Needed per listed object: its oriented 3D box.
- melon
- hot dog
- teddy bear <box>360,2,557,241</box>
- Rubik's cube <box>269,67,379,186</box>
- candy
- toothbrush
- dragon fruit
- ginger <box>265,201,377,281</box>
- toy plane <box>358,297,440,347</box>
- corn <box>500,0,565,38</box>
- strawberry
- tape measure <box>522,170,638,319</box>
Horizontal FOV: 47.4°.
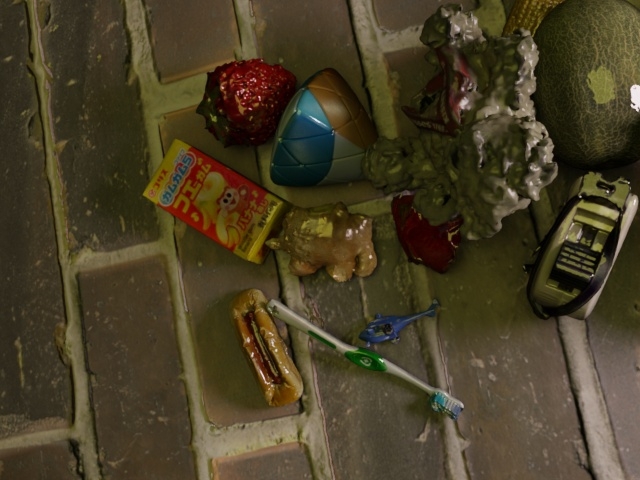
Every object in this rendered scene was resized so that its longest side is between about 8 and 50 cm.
[{"bbox_3d":[0.474,-0.272,1.248,0.238,0.237,0.301,-8,78,13],"label":"melon"},{"bbox_3d":[-0.112,0.208,1.423,0.084,0.073,0.242,-24,78,5],"label":"hot dog"},{"bbox_3d":[0.246,-0.174,1.179,0.225,0.367,0.357,20,109,-18],"label":"teddy bear"},{"bbox_3d":[0.011,-0.172,1.419,0.255,0.254,0.254,-2,83,14],"label":"Rubik's cube"},{"bbox_3d":[-0.206,-0.079,1.474,0.276,0.088,0.146,32,93,17],"label":"candy"},{"bbox_3d":[0.079,0.217,1.377,0.418,0.040,0.042,29,128,12],"label":"toothbrush"},{"bbox_3d":[0.190,-0.022,1.352,0.161,0.127,0.120,20,82,14],"label":"dragon fruit"},{"bbox_3d":[0.000,0.000,1.406,0.216,0.102,0.157,-1,111,8],"label":"ginger"},{"bbox_3d":[0.147,0.153,1.379,0.167,0.054,0.062,-21,53,11],"label":"toy plane"},{"bbox_3d":[0.401,-0.421,1.359,0.097,0.097,0.261,24,91,16],"label":"corn"},{"bbox_3d":[-0.136,-0.276,1.444,0.202,0.186,0.184,-29,57,-23],"label":"strawberry"},{"bbox_3d":[0.419,0.023,1.208,0.133,0.271,0.231,23,88,16],"label":"tape measure"}]
